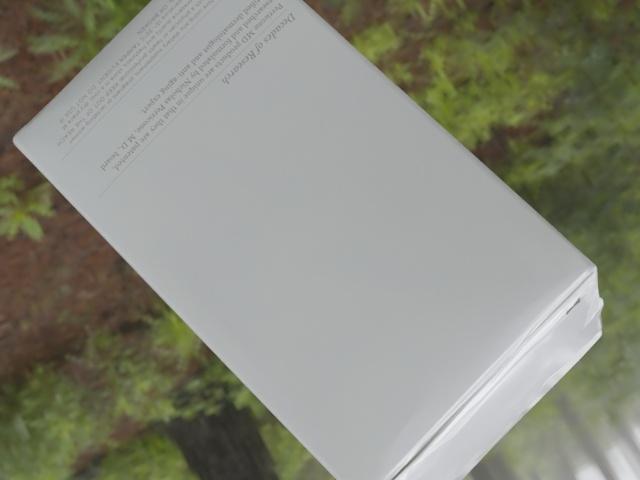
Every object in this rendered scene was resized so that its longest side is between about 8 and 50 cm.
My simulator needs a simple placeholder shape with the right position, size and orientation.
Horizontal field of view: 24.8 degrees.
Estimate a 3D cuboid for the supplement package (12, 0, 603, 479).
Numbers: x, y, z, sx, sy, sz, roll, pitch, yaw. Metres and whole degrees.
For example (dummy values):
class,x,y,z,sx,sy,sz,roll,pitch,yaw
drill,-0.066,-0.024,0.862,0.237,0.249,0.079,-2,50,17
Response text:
class,x,y,z,sx,sy,sz,roll,pitch,yaw
supplement package,0.000,0.000,0.851,0.175,0.293,0.177,-45,161,-2
